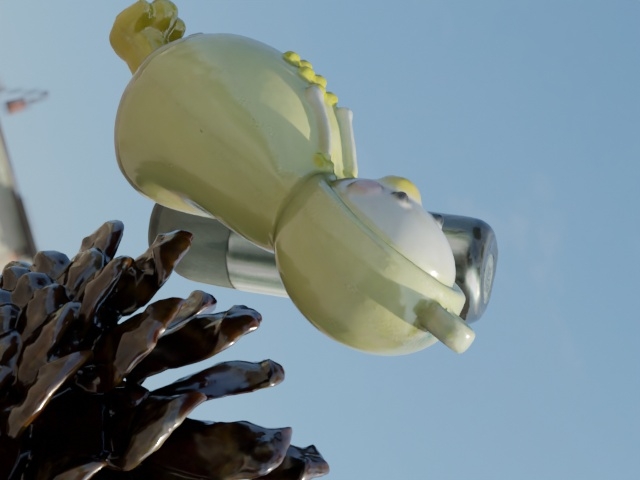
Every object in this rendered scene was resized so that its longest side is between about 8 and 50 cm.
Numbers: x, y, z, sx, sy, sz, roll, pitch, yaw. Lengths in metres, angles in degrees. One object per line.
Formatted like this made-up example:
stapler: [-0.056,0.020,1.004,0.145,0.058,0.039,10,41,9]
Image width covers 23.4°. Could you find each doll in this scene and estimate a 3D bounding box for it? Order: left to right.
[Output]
doll: [-0.013,-0.033,0.841,0.296,0.117,0.141,35,-2,36]

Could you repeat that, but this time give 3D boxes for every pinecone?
pinecone: [-0.115,0.126,0.896,0.309,0.244,0.244,49,-15,-10]

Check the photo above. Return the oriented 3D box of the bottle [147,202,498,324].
bottle: [0.000,0.000,1.128,0.079,0.253,0.096,-53,147,-58]
